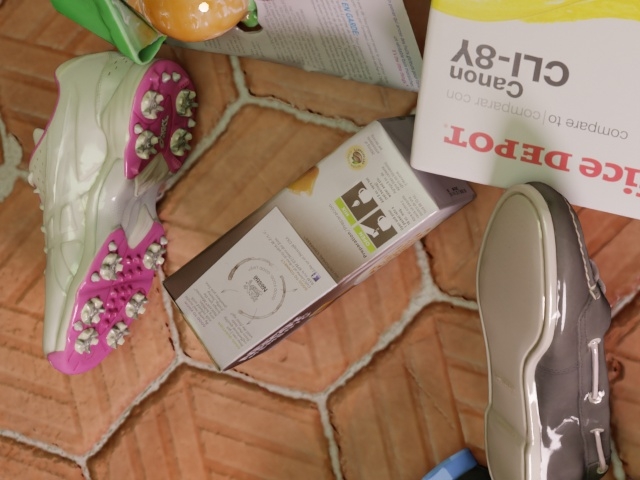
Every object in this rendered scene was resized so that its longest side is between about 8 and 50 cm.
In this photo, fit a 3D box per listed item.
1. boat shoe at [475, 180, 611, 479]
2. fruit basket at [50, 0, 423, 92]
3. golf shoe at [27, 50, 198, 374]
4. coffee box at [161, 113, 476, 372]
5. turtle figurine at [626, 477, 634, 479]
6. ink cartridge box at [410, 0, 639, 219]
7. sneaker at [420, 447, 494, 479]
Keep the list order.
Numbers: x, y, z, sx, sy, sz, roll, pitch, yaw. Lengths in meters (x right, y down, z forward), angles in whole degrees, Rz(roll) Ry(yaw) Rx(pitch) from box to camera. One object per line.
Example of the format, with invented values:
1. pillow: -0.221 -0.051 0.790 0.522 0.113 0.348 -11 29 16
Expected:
1. boat shoe: 0.193 0.085 1.476 0.112 0.095 0.335 49 149 48
2. fruit basket: -0.090 -0.268 1.502 0.353 0.327 0.165 9 58 25
3. golf shoe: -0.215 -0.031 1.669 0.140 0.115 0.306 19 95 27
4. coffee box: 0.000 0.000 1.571 0.246 0.141 0.098 -37 83 17
5. turtle figurine: 0.219 0.342 1.476 0.266 0.198 0.274 -3 88 -1
6. ink cartridge box: 0.240 -0.221 1.390 0.279 0.160 0.384 14 119 13
7. sneaker: 0.077 0.291 1.602 0.232 0.081 0.090 -45 73 16
